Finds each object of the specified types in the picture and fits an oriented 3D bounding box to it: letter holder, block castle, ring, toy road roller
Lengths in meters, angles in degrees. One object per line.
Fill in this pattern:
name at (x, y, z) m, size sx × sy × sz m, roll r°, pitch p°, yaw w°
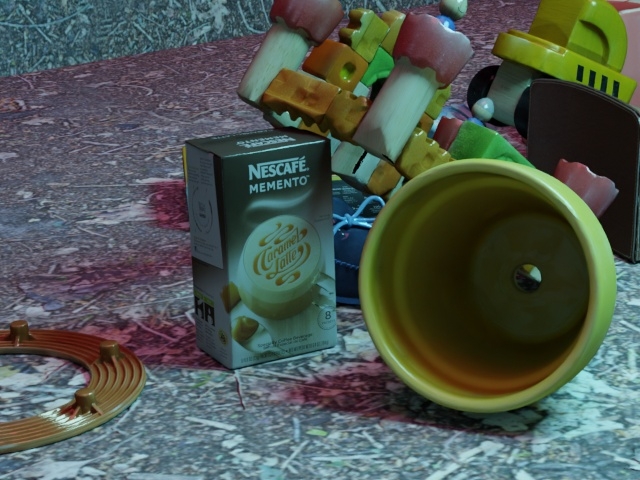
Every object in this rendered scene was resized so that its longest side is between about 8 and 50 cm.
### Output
letter holder at (0.426, -0.119, 2.043) m, size 0.152 × 0.214 × 0.302 m, roll -8°, pitch 18°, yaw -19°
block castle at (0.142, -0.147, 1.780) m, size 0.303 × 0.213 × 0.453 m, roll 26°, pitch -6°, yaw 44°
ring at (-0.359, 0.150, 1.575) m, size 0.336 × 0.032 × 0.336 m, roll -2°, pitch 18°, yaw 1°
toy road roller at (0.418, -0.251, 2.283) m, size 0.329 × 0.241 × 0.202 m, roll 18°, pitch 9°, yaw -29°

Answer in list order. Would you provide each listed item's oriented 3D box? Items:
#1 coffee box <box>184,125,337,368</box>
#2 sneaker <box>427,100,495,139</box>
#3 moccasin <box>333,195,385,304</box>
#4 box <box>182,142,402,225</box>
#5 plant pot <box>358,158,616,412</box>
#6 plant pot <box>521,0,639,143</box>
coffee box at (-0.067, 0.005, 1.644) m, size 0.141 × 0.247 × 0.098 m, roll -11°, pitch 19°, yaw -27°
sneaker at (0.227, -0.156, 2.343) m, size 0.208 × 0.127 × 0.319 m, roll -10°, pitch 21°, yaw -24°
moccasin at (0.000, 0.000, 1.870) m, size 0.342 × 0.117 × 0.137 m, roll 13°, pitch 22°, yaw 39°
box at (-0.051, -0.094, 2.257) m, size 0.322 × 0.079 × 0.257 m, roll -4°, pitch 15°, yaw -5°
plant pot at (0.197, 0.044, 1.538) m, size 0.254 × 0.254 × 0.239 m, roll 5°, pitch 2°, yaw 22°
plant pot at (0.487, -0.297, 2.568) m, size 0.275 × 0.243 × 0.275 m, roll -3°, pitch 17°, yaw 1°
